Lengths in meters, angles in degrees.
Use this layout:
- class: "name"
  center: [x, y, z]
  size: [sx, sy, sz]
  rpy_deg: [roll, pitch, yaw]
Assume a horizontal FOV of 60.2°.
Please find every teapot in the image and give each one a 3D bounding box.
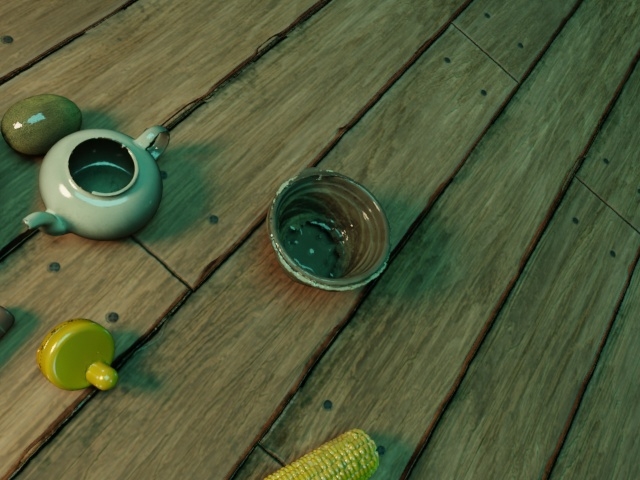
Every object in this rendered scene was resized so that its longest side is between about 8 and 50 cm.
- class: "teapot"
  center: [-0.359, -0.098, 0.914]
  size: [0.193, 0.129, 0.294]
  rpy_deg: [43, 60, -2]

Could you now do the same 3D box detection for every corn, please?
- class: "corn"
  center: [-0.018, 0.388, 0.869]
  size: [0.244, 0.093, 0.093]
  rpy_deg: [-21, 78, -27]

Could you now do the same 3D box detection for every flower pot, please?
- class: "flower pot"
  center: [0.000, 0.000, 1.011]
  size: [0.236, 0.140, 0.235]
  rpy_deg: [9, 64, -19]

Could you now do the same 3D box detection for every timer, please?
- class: "timer"
  center: [-0.353, 0.172, 0.816]
  size: [0.107, 0.109, 0.107]
  rpy_deg: [-18, 115, -46]

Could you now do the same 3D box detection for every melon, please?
- class: "melon"
  center: [-0.467, -0.195, 0.930]
  size: [0.131, 0.098, 0.098]
  rpy_deg: [-34, 84, -37]

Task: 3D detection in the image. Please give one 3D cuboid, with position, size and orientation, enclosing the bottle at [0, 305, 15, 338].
- class: "bottle"
  center: [-0.508, 0.153, 0.793]
  size: [0.053, 0.053, 0.140]
  rpy_deg: [36, 61, -5]
